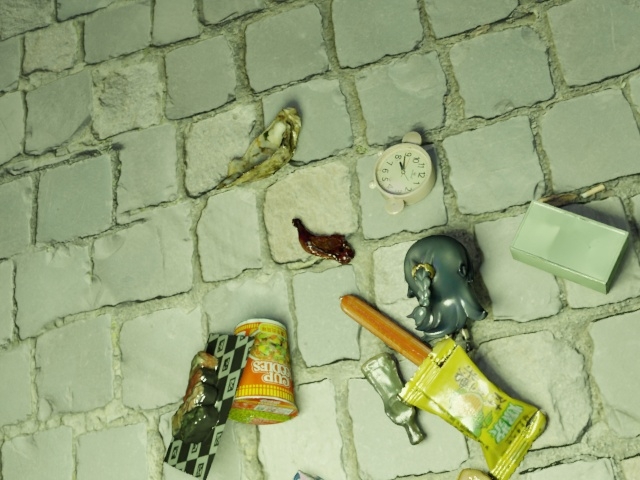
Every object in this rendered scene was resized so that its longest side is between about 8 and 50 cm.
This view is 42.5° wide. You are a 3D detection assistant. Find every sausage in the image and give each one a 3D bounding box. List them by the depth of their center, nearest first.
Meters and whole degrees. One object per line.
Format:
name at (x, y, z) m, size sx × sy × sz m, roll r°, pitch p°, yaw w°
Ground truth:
sausage at (0.174, 0.224, 1.926) m, size 0.347 × 0.053 × 0.053 m, roll 34°, pitch 84°, yaw 28°

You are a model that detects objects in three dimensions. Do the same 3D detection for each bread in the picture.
bread at (0.319, 0.544, 1.745) m, size 0.082 × 0.056 × 0.115 m, roll 14°, pitch 70°, yaw 20°

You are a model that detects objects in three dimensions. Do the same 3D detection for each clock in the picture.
clock at (0.209, -0.165, 2.066) m, size 0.155 × 0.063 × 0.229 m, roll 7°, pitch 69°, yaw 25°

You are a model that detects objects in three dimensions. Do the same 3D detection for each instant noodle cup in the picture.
instant noodle cup at (-0.145, 0.307, 1.950) m, size 0.193 × 0.193 × 0.212 m, roll -11°, pitch 57°, yaw 16°

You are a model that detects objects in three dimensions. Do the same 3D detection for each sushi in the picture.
sushi at (-0.293, 0.367, 1.916) m, size 0.320 × 0.068 × 0.340 m, roll -9°, pitch 59°, yaw 63°

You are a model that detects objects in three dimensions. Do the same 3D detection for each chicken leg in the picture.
chicken leg at (-0.002, 0.005, 2.082) m, size 0.205 × 0.053 × 0.093 m, roll 25°, pitch 56°, yaw 19°

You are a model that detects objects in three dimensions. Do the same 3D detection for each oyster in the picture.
oyster at (-0.161, -0.229, 2.222) m, size 0.294 × 0.094 × 0.166 m, roll -36°, pitch 43°, yaw 14°

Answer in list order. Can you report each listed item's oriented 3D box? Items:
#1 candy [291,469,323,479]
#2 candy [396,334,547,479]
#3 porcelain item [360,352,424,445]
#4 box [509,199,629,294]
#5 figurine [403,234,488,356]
candy at (0.001, 0.585, 1.834) m, size 0.160 × 0.073 × 0.092 m, roll 23°, pitch 77°, yaw 26°
candy at (0.330, 0.365, 1.776) m, size 0.297 × 0.081 × 0.187 m, roll 37°, pitch 91°, yaw 6°
porcelain item at (0.176, 0.361, 1.862) m, size 0.081 × 0.069 × 0.216 m, roll -32°, pitch 61°, yaw 1°
box at (0.559, 0.014, 1.853) m, size 0.225 × 0.086 × 0.130 m, roll 23°, pitch 79°, yaw 26°
figurine at (0.277, 0.117, 1.873) m, size 0.175 × 0.197 × 0.265 m, roll -15°, pitch 57°, yaw -1°
